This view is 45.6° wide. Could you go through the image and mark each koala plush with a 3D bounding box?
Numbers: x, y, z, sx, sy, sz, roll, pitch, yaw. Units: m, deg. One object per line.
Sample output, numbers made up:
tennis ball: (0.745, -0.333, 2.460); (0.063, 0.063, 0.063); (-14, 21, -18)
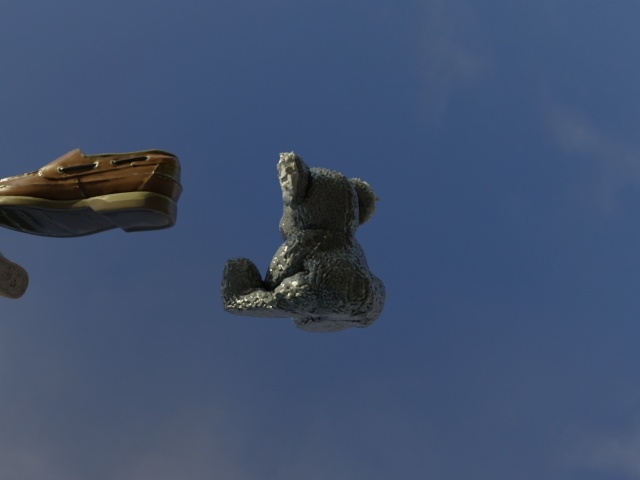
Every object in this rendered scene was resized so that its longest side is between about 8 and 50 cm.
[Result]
koala plush: (0.000, 0.000, 1.029); (0.196, 0.203, 0.221); (19, -109, -37)

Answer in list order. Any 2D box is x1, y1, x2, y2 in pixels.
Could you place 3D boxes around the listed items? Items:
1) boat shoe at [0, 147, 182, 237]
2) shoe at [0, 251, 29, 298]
boat shoe: (-0.340, -0.071, 1.084); (0.308, 0.110, 0.104); (0, -112, 10)
shoe: (-0.510, 0.023, 1.117); (0.058, 0.219, 0.076); (13, -118, 19)
